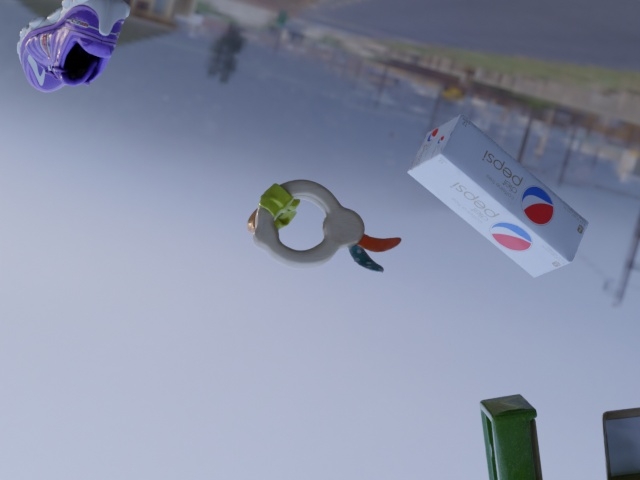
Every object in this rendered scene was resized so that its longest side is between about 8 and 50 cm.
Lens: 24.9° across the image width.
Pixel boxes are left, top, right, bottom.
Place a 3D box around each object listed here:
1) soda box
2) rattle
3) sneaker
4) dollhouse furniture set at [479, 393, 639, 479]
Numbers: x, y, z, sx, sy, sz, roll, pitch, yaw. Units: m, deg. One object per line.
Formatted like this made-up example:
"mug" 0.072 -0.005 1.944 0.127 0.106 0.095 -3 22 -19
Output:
"soda box" 0.213 -0.051 1.726 0.216 0.069 0.074 38 149 -16
"rattle" 0.000 0.000 2.027 0.199 0.130 0.143 12 149 -9
"sneaker" -0.227 -0.164 1.285 0.068 0.071 0.170 16 160 -25
"dollhouse furniture set" 0.261 0.223 1.249 0.197 0.151 0.301 -6 -177 -1
